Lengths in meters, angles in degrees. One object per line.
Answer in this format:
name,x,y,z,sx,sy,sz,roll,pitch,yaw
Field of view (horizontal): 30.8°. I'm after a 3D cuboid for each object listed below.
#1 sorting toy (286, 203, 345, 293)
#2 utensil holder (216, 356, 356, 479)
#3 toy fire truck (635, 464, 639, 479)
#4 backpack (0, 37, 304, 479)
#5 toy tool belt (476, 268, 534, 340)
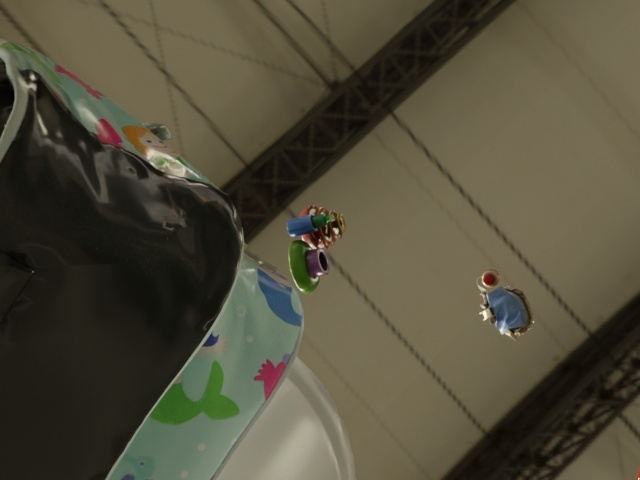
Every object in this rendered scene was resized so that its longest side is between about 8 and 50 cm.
sorting toy,0.000,0.000,1.087,0.102,0.042,0.061,-80,-32,-47
utensil holder,-0.168,0.259,0.941,0.327,0.385,0.328,3,-78,13
toy fire truck,0.477,0.243,1.059,0.302,0.254,0.169,33,-132,-4
backpack,-0.146,0.033,0.447,0.191,0.253,0.225,34,-93,-39
toy tool belt,0.203,0.072,1.301,0.083,0.052,0.051,58,-154,7
